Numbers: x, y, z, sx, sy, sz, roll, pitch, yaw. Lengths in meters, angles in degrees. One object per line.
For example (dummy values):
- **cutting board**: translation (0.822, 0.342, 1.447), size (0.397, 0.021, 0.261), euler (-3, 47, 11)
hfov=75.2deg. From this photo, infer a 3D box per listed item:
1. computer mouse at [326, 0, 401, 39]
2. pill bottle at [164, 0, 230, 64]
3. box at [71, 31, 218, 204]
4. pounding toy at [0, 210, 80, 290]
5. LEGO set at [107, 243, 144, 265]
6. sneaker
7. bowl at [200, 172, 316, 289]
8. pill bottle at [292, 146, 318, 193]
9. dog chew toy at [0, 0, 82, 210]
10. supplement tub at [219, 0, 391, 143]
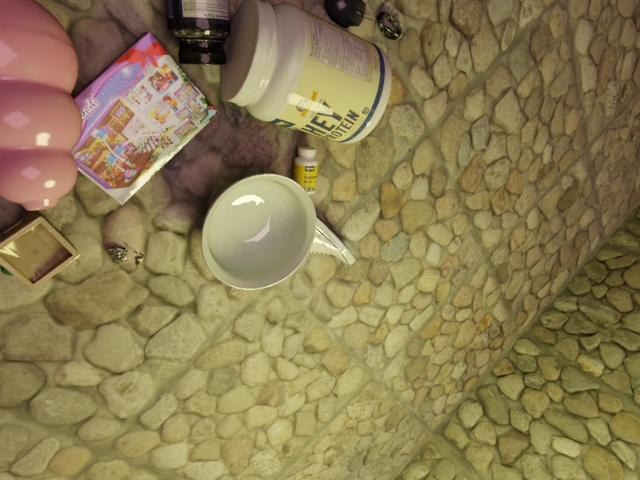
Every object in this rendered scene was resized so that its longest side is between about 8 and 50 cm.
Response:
- **computer mouse**: translation (0.117, -0.556, 1.037), size (0.241, 0.041, 0.071), euler (1, 110, -33)
- **pill bottle**: translation (-0.239, -0.461, 0.807), size (0.122, 0.122, 0.220), euler (-12, 118, -27)
- **box**: translation (-0.386, -0.246, 0.857), size (0.293, 0.057, 0.201), euler (-45, 128, -6)
- **pounding toy**: translation (-0.599, 0.016, 0.836), size (0.141, 0.100, 0.130), euler (-43, 129, -21)
- **LEGO set**: translation (-0.453, 0.036, 0.968), size (0.083, 0.023, 0.054), euler (7, 108, -34)
- **sneaker**: translation (0.000, 0.000, 1.205), size (0.091, 0.094, 0.258), euler (-43, 120, 7)
- **bowl**: translation (-0.169, -0.038, 1.042), size (0.297, 0.134, 0.298), euler (-14, 119, -27)
- **pill bottle**: translation (-0.040, -0.185, 1.097), size (0.065, 0.065, 0.117), euler (-8, 115, -29)
- **dog chew toy**: translation (-0.493, -0.215, 0.674), size (0.206, 0.206, 0.333), euler (-12, 97, -27)
- **supplement tub**: translation (-0.032, -0.361, 0.913), size (0.324, 0.235, 0.236), euler (7, 108, -34)
